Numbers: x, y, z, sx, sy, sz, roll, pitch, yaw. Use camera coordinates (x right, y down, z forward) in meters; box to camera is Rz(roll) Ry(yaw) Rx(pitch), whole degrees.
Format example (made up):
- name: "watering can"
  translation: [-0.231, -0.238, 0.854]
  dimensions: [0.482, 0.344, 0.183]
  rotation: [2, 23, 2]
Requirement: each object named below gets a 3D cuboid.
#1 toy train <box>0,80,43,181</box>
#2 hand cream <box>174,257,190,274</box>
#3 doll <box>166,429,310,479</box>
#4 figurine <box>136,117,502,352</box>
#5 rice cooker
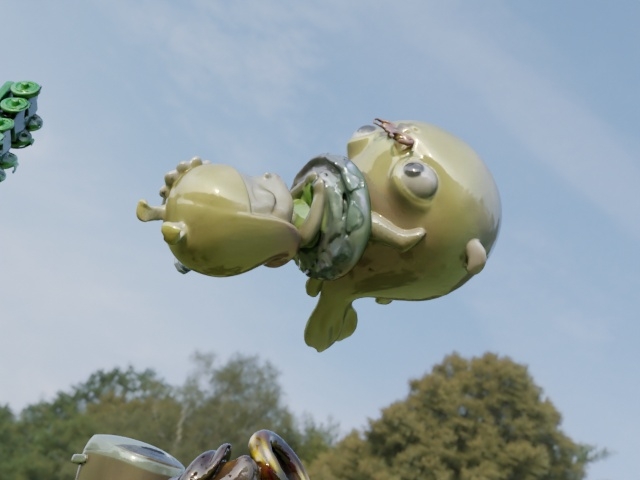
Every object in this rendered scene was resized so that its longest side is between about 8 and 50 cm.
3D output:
- name: "toy train"
  translation: [-0.472, -0.157, 1.447]
  dimensions: [0.119, 0.251, 0.085]
  rotation: [6, -60, -1]
- name: "hand cream"
  translation: [-0.143, 0.008, 1.505]
  dimensions: [0.170, 0.065, 0.043]
  rotation: [-23, -94, 31]
- name: "doll"
  translation: [-0.074, 0.408, 1.266]
  dimensions: [0.340, 0.209, 0.318]
  rotation: [44, 21, 22]
- name: "figurine"
  translation: [0.000, 0.000, 1.091]
  dimensions: [0.394, 0.275, 0.226]
  rotation: [0, 24, -32]
- name: "rice cooker"
  translation: [-0.283, 0.351, 1.498]
  dimensions: [0.145, 0.127, 0.206]
  rotation: [26, -26, -27]
